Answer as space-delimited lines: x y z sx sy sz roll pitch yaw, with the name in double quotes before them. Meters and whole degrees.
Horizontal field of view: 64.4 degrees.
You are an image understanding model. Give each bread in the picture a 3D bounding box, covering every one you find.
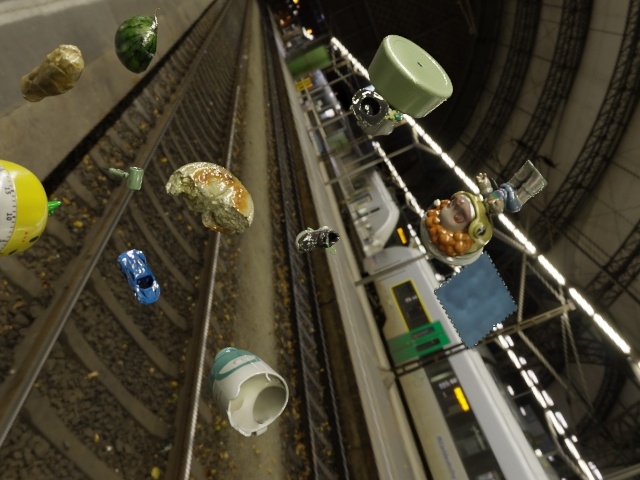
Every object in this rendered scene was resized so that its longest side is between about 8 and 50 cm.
"bread" -0.380 -0.166 1.786 0.314 0.171 0.191 30 44 -24

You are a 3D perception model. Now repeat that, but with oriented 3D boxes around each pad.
"pad" 0.561 0.213 1.821 0.268 0.270 0.012 60 -17 -9

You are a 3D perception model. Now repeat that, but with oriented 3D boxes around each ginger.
"ginger" -0.880 -0.544 1.679 0.116 0.263 0.109 40 39 -47

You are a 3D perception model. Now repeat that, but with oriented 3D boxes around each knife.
"knife" 0.002 0.002 2.345 0.207 0.030 0.014 41 0 32

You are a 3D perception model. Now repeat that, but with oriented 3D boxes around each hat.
"hat" 0.142 -0.381 1.486 0.050 0.121 0.121 111 -41 -73

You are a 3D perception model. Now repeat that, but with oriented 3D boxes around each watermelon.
"watermelon" -0.666 -0.712 1.818 0.127 0.232 0.203 8 83 -35

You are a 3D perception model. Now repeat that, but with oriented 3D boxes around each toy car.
"toy car" -0.651 0.128 1.830 0.103 0.063 0.216 -21 74 -41

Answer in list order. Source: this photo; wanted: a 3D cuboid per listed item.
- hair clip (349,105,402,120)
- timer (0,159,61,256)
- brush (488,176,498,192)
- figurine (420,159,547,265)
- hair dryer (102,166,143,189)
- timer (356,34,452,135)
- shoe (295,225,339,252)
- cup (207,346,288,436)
"hair clip" 0.169 -0.395 1.584 0.049 0.173 0.049 -43 140 -51
"timer" -0.836 -0.085 1.373 0.285 0.286 0.284 -23 90 -84
"brush" 0.522 -0.108 1.595 0.062 0.016 0.193 -102 -169 -45
"figurine" 0.488 -0.066 1.497 0.205 0.382 0.224 34 43 -35
"hair dryer" -0.671 -0.223 1.709 0.047 0.150 0.071 -35 141 -76
"timer" 0.250 -0.497 1.775 0.291 0.315 0.290 22 45 -23
"shoe" 0.000 0.000 1.721 0.099 0.169 0.071 15 -62 53
"cup" -0.255 0.534 1.754 0.258 0.219 0.289 24 -51 54
